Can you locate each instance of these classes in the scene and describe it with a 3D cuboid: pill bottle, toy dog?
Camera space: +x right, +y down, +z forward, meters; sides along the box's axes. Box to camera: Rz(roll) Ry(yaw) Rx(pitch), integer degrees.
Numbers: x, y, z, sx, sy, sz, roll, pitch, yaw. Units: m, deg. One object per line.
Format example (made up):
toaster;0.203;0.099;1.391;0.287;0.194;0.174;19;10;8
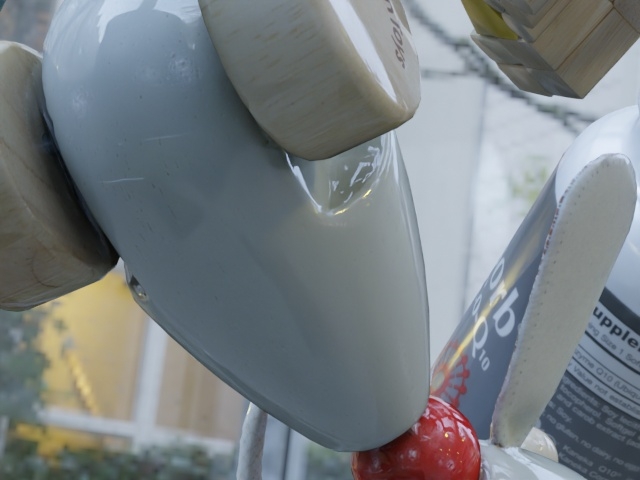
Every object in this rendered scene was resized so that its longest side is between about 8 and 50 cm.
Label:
pill bottle;0.217;0.044;1.211;0.210;0.210;0.363;12;-48;-18
toy dog;0.000;0.000;0.655;0.220;0.161;0.334;-5;-47;10

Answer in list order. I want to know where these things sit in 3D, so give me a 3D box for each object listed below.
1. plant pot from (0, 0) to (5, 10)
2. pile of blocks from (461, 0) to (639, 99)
plant pot;-0.173;-0.149;0.408;0.293;0.196;0.293;13;-43;12
pile of blocks;0.081;-0.183;0.788;0.149;0.112;0.362;40;-5;21
